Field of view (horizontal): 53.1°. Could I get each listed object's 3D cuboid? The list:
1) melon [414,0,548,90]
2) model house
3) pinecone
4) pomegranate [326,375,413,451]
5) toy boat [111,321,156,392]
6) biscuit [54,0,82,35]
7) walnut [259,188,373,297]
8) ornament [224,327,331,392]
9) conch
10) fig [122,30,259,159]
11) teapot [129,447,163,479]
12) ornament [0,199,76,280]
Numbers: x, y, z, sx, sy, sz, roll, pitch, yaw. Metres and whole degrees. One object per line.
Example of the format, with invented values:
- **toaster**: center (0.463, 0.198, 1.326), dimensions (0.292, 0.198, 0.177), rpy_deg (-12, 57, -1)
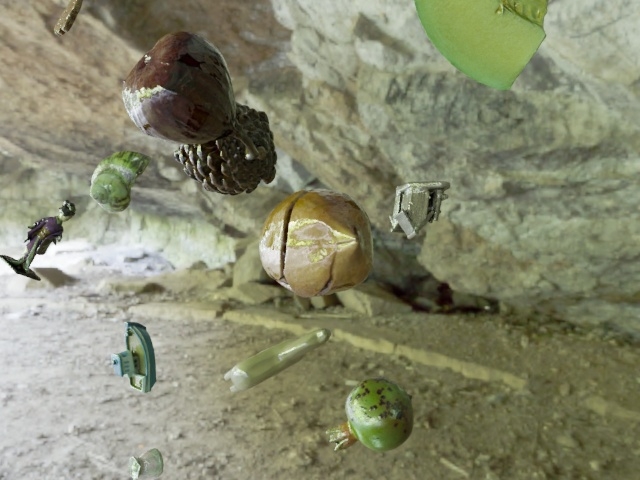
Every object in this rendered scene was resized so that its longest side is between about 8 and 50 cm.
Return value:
- **melon**: center (0.334, -0.537, 1.380), dimensions (0.344, 0.331, 0.226), rpy_deg (25, -7, -15)
- **model house**: center (0.292, -0.095, 1.965), dimensions (0.122, 0.188, 0.229), rpy_deg (18, -7, -12)
- **pinecone**: center (-0.223, -0.217, 1.536), dimensions (0.273, 0.224, 0.224), rpy_deg (5, 2, 45)
- **pomegranate**: center (0.110, 0.389, 1.402), dimensions (0.205, 0.159, 0.159), rpy_deg (-34, -2, 5)
- **toy boat**: center (-0.514, 0.324, 1.752), dimensions (0.088, 0.215, 0.102), rpy_deg (7, 13, 39)
- **biscuit**: center (-0.575, -0.510, 1.461), dimensions (0.019, 0.119, 0.130), rpy_deg (28, -27, -35)
- **walnut**: center (0.000, 0.000, 1.137), dimensions (0.203, 0.203, 0.298), rpy_deg (3, -7, -23)
- **ornament**: center (-0.091, 0.263, 1.437), dimensions (0.230, 0.061, 0.245), rpy_deg (-24, -8, -24)
- **conch**: center (-0.578, -0.173, 1.823), dimensions (0.124, 0.181, 0.187), rpy_deg (32, -54, -28)
- **fig**: center (-0.231, -0.266, 1.299), dimensions (0.217, 0.217, 0.321), rpy_deg (5, -19, 42)
- **teapot**: center (-0.398, 0.508, 1.446), dimensions (0.064, 0.064, 0.083), rpy_deg (-1, -22, -40)
- **ornament**: center (-0.641, -0.004, 1.494), dimensions (0.081, 0.203, 0.088), rpy_deg (42, -2, 24)
